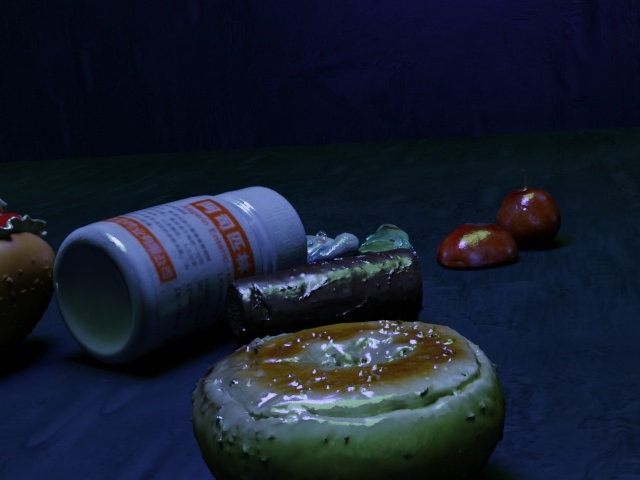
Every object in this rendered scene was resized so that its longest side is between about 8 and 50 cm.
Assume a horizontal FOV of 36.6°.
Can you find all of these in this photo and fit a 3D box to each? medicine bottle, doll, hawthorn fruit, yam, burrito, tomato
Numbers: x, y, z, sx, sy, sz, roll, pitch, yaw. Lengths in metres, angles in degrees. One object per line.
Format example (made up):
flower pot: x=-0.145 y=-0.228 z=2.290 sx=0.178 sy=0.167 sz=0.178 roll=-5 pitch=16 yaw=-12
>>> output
medicine bottle: x=-0.206 y=0.042 z=1.504 sx=0.211 sy=0.211 sz=0.371 roll=5 pitch=16 yaw=38
doll: x=-0.025 y=0.033 z=1.765 sx=0.214 sy=0.071 sz=0.103 roll=-10 pitch=24 yaw=36
hawthorn fruit: x=0.405 y=-0.048 z=1.862 sx=0.125 sy=0.140 sz=0.125 roll=16 pitch=-12 yaw=4
yam: x=0.010 y=0.092 z=1.404 sx=0.280 sy=0.131 sz=0.131 roll=-11 pitch=14 yaw=-15
burrito: x=0.127 y=0.020 z=1.826 sx=0.104 sy=0.054 sz=0.288 roll=1 pitch=13 yaw=17
tomato: x=0.288 y=0.002 z=1.794 sx=0.156 sy=0.069 sz=0.155 roll=-5 pitch=12 yaw=1

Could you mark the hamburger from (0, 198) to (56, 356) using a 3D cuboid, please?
hamburger: x=-0.518 y=0.066 z=1.440 sx=0.212 sy=0.274 sz=0.274 roll=34 pitch=24 yaw=11

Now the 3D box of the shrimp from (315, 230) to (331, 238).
shrimp: x=0.003 y=0.001 z=2.009 sx=0.038 sy=0.029 sz=0.092 roll=7 pitch=22 yaw=16

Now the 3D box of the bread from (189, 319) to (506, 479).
bread: x=0.028 y=0.178 z=0.945 sx=0.306 sy=0.158 sz=0.305 roll=-3 pitch=16 yaw=1
